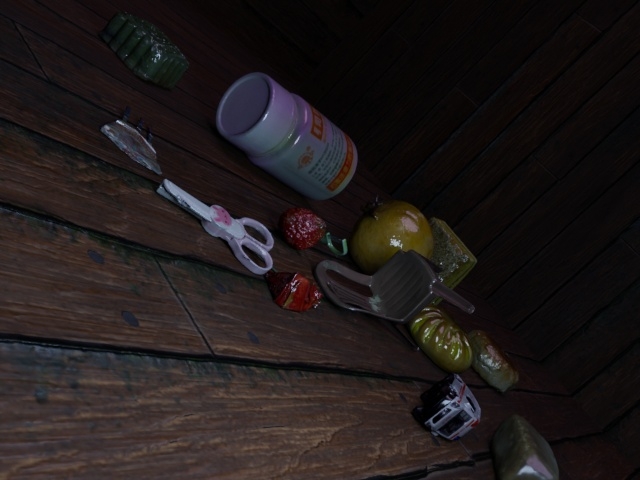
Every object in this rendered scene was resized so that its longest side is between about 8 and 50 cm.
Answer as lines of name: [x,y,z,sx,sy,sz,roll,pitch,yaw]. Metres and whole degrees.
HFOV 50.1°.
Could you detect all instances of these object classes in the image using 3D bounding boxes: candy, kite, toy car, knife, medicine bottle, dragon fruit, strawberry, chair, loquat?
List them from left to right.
kite: [-0.344,-0.199,1.266,0.127,0.016,0.229,42,13,-29]
medicine bottle: [-0.086,-0.274,1.857,0.388,0.219,0.219,30,19,-48]
strawberry: [-0.040,-0.029,1.498,0.106,0.106,0.106,42,13,-12]
dragon fruit: [-0.031,0.088,1.227,0.131,0.063,0.097,34,17,-41]
knife: [0.001,0.000,1.555,0.212,0.015,0.054,22,-49,55]
loquat: [0.187,-0.004,1.855,0.244,0.244,0.244,42,13,-12]
chair: [0.161,0.103,1.523,0.326,0.183,0.175,34,16,-44]
toy car: [0.250,0.327,1.311,0.108,0.089,0.210,53,11,11]
candy: [0.418,0.453,1.404,0.104,0.102,0.234,45,11,-1]

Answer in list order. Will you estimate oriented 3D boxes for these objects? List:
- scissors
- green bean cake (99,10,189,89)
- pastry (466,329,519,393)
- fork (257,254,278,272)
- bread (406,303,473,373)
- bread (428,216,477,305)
scissors: [-0.178,-0.033,1.195,0.242,0.030,0.118,34,33,-27]
green bean cake: [-0.425,-0.470,1.685,0.181,0.094,0.173,46,13,8]
pastry: [0.501,0.352,2.011,0.182,0.093,0.192,41,12,-27]
fork: [-0.122,0.013,1.275,0.235,0.021,0.039,41,16,-16]
bread: [0.304,0.238,1.733,0.213,0.105,0.213,39,16,-13]
bread: [0.309,0.075,1.957,0.110,0.234,0.184,26,23,-51]
